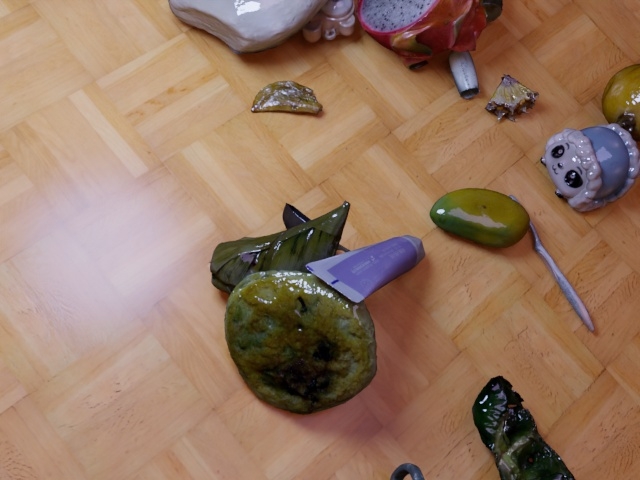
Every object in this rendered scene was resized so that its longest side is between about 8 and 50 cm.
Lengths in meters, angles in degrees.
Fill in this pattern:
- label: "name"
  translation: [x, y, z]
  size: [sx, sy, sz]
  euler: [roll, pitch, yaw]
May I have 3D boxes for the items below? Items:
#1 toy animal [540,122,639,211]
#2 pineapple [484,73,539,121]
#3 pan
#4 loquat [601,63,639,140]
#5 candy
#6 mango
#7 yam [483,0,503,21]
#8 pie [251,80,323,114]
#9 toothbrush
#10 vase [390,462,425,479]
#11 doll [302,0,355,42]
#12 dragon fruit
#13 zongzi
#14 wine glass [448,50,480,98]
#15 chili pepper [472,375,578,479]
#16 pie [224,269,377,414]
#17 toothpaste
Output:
- label: "toy animal"
  translation: [0.667, -0.195, 1.725]
  size: [0.204, 0.156, 0.208]
  euler: [-9, 68, -20]
- label: "pineapple"
  translation: [0.481, -0.369, 1.793]
  size: [0.137, 0.069, 0.116]
  euler: [-10, 73, -15]
- label: "pan"
  translation: [-0.005, -0.001, 1.507]
  size: [0.202, 0.128, 0.048]
  euler: [39, 98, 18]
- label: "loquat"
  translation: [0.826, -0.348, 1.795]
  size: [0.246, 0.213, 0.213]
  euler: [-39, 82, -28]
- label: "candy"
  translation: [-0.141, -0.634, 1.634]
  size: [0.427, 0.186, 0.386]
  euler: [-39, 61, -16]
- label: "mango"
  translation: [0.375, -0.061, 1.640]
  size: [0.237, 0.091, 0.137]
  euler: [20, 60, -5]
- label: "yam"
  translation: [0.440, -0.668, 1.883]
  size: [0.107, 0.107, 0.183]
  euler: [11, 66, -9]
- label: "pie"
  translation: [-0.078, -0.339, 1.670]
  size: [0.170, 0.034, 0.092]
  euler: [5, 70, -5]
- label: "toothbrush"
  translation: [0.547, 0.052, 1.670]
  size: [0.037, 0.028, 0.375]
  euler: [-27, 77, -15]
- label: "vase"
  translation: [0.156, 0.522, 1.263]
  size: [0.156, 0.301, 0.251]
  euler: [15, 58, -8]
- label: "doll"
  translation: [-0.011, -0.617, 1.750]
  size: [0.154, 0.119, 0.278]
  euler: [-23, 70, -6]
- label: "dragon fruit"
  translation: [0.265, -0.561, 1.716]
  size: [0.226, 0.305, 0.305]
  euler: [28, 58, -46]
- label: "zongzi"
  translation: [-0.088, 0.009, 1.410]
  size: [0.251, 0.274, 0.125]
  euler: [13, 34, -7]
- label: "wine glass"
  translation: [0.358, -0.485, 1.810]
  size: [0.074, 0.074, 0.262]
  euler: [-6, 71, -15]
- label: "chili pepper"
  translation: [0.404, 0.417, 1.463]
  size: [0.148, 0.116, 0.264]
  euler: [-26, 76, -9]
- label: "pie"
  translation: [-0.042, 0.205, 1.361]
  size: [0.323, 0.070, 0.323]
  euler: [4, 104, 15]
- label: "toothpaste"
  translation: [0.111, 0.047, 1.426]
  size: [0.125, 0.080, 0.371]
  euler: [35, 23, 21]
